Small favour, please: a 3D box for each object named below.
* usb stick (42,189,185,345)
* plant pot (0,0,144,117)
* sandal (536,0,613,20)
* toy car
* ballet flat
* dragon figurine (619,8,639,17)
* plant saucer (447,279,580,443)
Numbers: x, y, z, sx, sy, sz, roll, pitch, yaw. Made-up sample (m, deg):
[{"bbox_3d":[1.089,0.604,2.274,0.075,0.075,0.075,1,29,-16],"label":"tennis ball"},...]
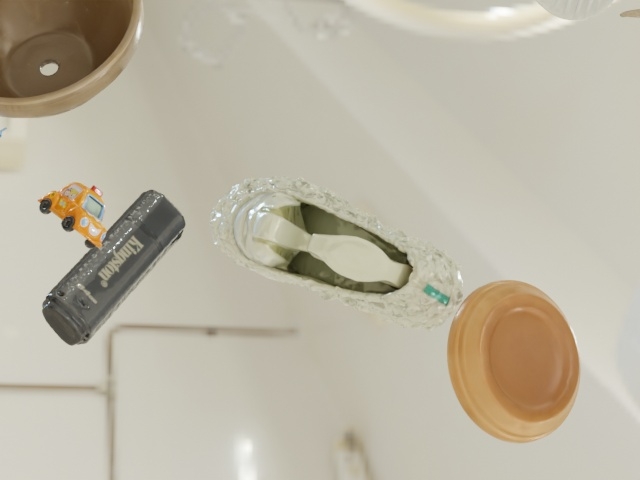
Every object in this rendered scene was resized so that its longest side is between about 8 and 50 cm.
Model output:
[{"bbox_3d":[-0.252,0.030,2.075,0.045,0.077,0.278,-29,-165,38],"label":"usb stick"},{"bbox_3d":[-0.301,-0.214,1.801,0.110,0.237,0.237,80,5,-60],"label":"plant pot"},{"bbox_3d":[0.207,-0.330,1.672,0.102,0.416,0.169,32,-76,30],"label":"sandal"},{"bbox_3d":[-0.202,-0.044,1.223,0.040,0.122,0.060,-52,-147,-5],"label":"toy car"},{"bbox_3d":[0.000,0.000,2.185,0.147,0.408,0.147,-32,131,-46],"label":"ballet flat"},{"bbox_3d":[0.331,-0.264,1.397,0.289,0.085,0.144,-60,-178,-16],"label":"dragon figurine"},{"bbox_3d":[0.242,0.144,2.026,0.037,0.200,0.200,-20,-114,56],"label":"plant saucer"}]
